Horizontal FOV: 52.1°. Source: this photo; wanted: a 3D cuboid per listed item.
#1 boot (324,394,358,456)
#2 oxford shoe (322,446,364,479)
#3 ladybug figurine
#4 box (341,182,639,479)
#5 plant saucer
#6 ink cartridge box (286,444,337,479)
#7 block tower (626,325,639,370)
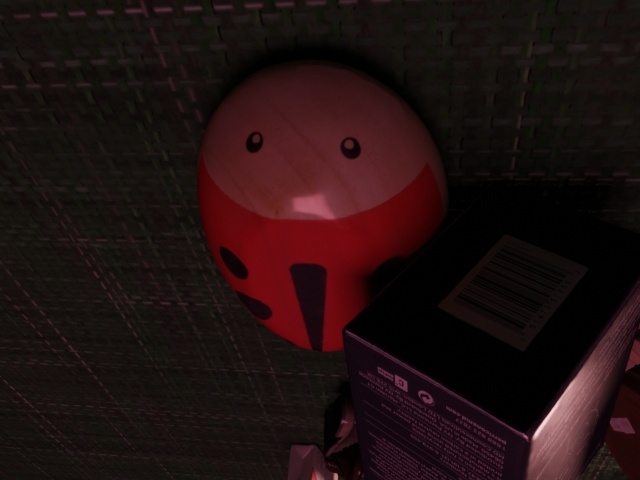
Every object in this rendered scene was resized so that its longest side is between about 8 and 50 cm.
[{"bbox_3d":[0.130,0.379,1.313,0.229,0.091,0.263,5,150,-9],"label":"boot"},{"bbox_3d":[0.051,0.483,1.419,0.096,0.082,0.227,22,161,-7],"label":"oxford shoe"},{"bbox_3d":[0.000,0.000,0.792,0.306,0.161,0.449,1,141,10],"label":"ladybug figurine"},{"bbox_3d":[0.213,0.187,0.793,0.212,0.293,0.395,26,142,34],"label":"box"},{"bbox_3d":[0.517,0.319,1.021,0.041,0.277,0.277,-23,140,-8],"label":"plant saucer"},{"bbox_3d":[-0.017,0.580,1.566,0.067,0.115,0.198,-7,139,17],"label":"ink cartridge box"},{"bbox_3d":[0.382,0.145,0.924,0.091,0.097,0.335,45,146,13],"label":"block tower"}]
